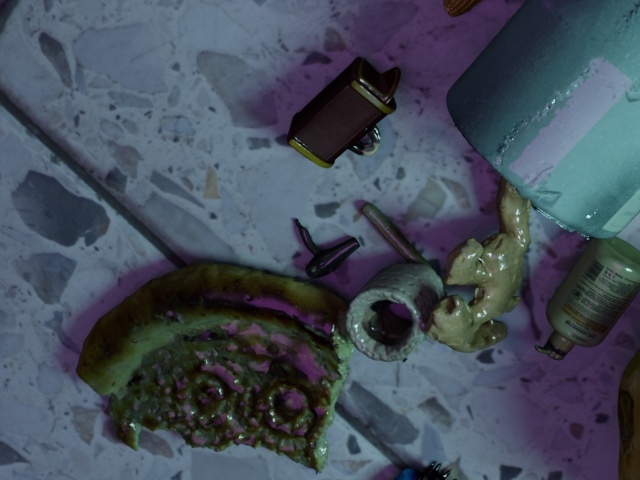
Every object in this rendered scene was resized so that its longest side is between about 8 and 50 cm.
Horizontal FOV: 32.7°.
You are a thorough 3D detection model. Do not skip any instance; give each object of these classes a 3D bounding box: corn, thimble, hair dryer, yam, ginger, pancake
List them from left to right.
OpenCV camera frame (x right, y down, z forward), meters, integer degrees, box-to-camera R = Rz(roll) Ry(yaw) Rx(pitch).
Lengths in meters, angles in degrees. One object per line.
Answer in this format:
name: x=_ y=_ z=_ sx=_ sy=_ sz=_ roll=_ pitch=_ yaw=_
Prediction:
pancake: x=-0.150 y=0.175 z=1.484 sx=0.426 sy=0.067 sz=0.305 roll=4 pitch=109 yaw=15
hair dryer: x=0.000 y=0.000 z=1.404 sx=0.079 sy=0.031 sz=0.083 roll=-36 pitch=85 yaw=14
yam: x=0.094 y=-0.003 z=1.371 sx=0.116 sy=0.021 sz=0.021 roll=46 pitch=114 yaw=-1
thimble: x=0.095 y=0.087 z=1.354 sx=0.115 sy=0.090 sz=0.102 roll=-19 pitch=104 yaw=36
corn: x=0.179 y=-0.292 z=1.245 sx=0.092 sy=0.037 sz=0.037 roll=-38 pitch=92 yaw=23
ginger: x=0.196 y=0.025 z=1.281 sx=0.065 sy=0.149 sz=0.259 roll=30 pitch=118 yaw=35

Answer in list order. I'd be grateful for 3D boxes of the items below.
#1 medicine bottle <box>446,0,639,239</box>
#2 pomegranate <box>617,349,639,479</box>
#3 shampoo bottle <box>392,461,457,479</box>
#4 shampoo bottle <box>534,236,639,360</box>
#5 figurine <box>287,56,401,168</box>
medicine bottle: x=0.309 y=-0.182 z=1.121 sx=0.245 sy=0.245 sz=0.290 roll=41 pitch=116 yaw=3
pomegranate: x=0.481 y=0.221 z=1.175 sx=0.332 sy=0.332 sz=0.333 roll=5 pitch=108 yaw=17
shampoo bottle: x=0.112 y=0.370 z=1.465 sx=0.087 sy=0.050 sz=0.183 roll=41 pitch=115 yaw=5
shampoo bottle: x=0.317 y=0.075 z=1.290 sx=0.079 sy=0.079 sz=0.162 roll=32 pitch=114 yaw=7
figurine: x=0.043 y=-0.150 z=1.318 sx=0.154 sy=0.082 sz=0.098 roll=-38 pitch=106 yaw=24
